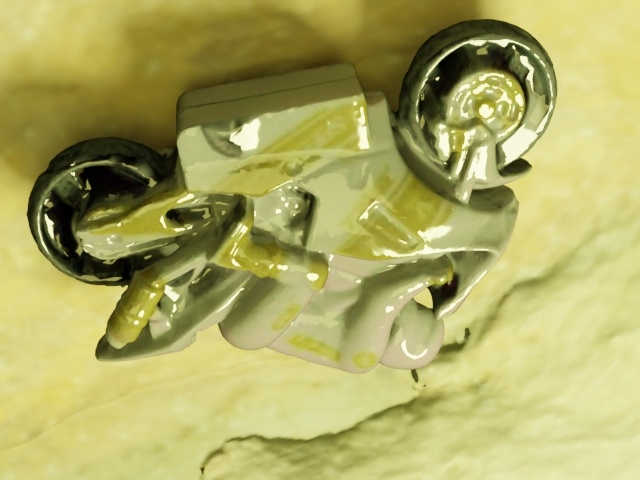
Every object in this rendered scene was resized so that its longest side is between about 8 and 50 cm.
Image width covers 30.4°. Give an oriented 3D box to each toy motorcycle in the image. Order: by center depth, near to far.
[{"bbox_3d":[0.000,0.000,0.504,0.225,0.073,0.152,-18,119,3],"label":"toy motorcycle"}]
